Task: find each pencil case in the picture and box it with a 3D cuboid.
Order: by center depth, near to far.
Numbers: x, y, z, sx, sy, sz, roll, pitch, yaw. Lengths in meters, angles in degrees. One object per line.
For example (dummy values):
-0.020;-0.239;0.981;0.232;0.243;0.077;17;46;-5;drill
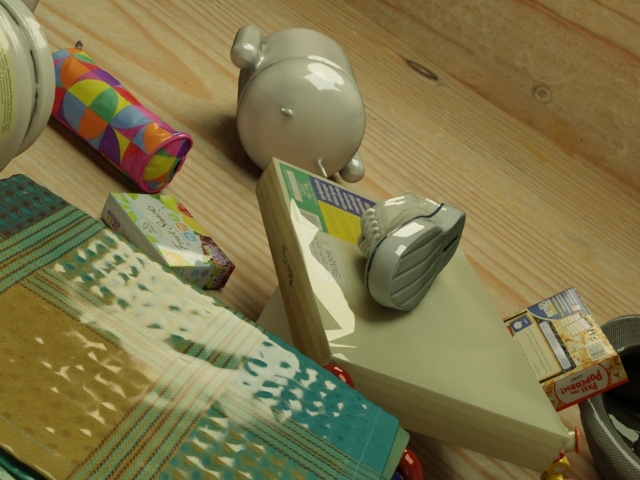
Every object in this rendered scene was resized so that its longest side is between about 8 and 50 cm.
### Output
-0.276;-0.163;1.231;0.236;0.104;0.104;41;25;21;pencil case

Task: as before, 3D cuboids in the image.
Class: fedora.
0.414;0.238;1.146;0.275;0.124;0.244;41;52;16;fedora

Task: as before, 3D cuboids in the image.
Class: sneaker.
0.079;0.007;0.968;0.091;0.094;0.258;18;14;16;sneaker

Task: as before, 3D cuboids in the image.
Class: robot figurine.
-0.034;-0.218;1.501;0.300;0.200;0.353;42;17;-22;robot figurine

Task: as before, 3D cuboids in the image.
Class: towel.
-0.126;0.091;0.606;0.370;0.040;0.271;32;23;6;towel

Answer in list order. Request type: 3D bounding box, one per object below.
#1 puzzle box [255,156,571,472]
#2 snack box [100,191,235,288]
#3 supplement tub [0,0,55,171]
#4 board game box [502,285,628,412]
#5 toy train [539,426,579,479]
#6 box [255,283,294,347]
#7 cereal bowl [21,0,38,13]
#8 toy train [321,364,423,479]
0.080;0.062;1.014;0.272;0.052;0.409;21;24;-21;puzzle box
-0.179;0.000;1.086;0.100;0.037;0.141;0;37;-48;snack box
-0.410;-0.132;0.825;0.235;0.235;0.325;33;23;6;supplement tub
0.242;0.147;1.105;0.045;0.193;0.147;60;9;-29;board game box
0.260;0.257;0.965;0.046;0.166;0.125;-8;3;0;toy train
0.029;0.120;1.019;0.170;0.091;0.130;5;33;-46;box
-0.548;-0.354;1.237;0.339;0.141;0.339;25;24;-12;cereal bowl
0.016;0.228;0.730;0.105;0.143;0.248;-15;53;-42;toy train
